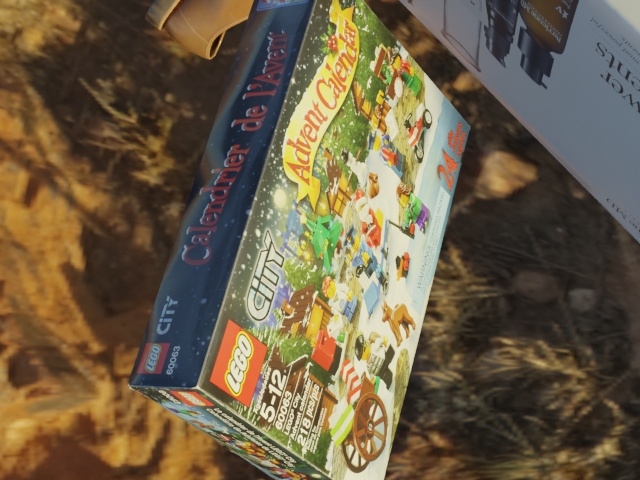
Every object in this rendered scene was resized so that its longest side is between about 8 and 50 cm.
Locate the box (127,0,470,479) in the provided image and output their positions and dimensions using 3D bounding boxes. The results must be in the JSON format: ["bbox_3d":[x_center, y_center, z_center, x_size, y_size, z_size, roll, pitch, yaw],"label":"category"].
[{"bbox_3d":[0.000,0.000,0.715,0.044,0.159,0.233,-2,61,35],"label":"box"}]

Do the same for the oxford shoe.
[{"bbox_3d":[-0.057,-0.222,1.104,0.076,0.076,0.212,42,136,-3],"label":"oxford shoe"}]

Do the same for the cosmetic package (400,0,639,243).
[{"bbox_3d":[0.212,-0.161,1.089,0.097,0.284,0.377,-39,73,-9],"label":"cosmetic package"}]
